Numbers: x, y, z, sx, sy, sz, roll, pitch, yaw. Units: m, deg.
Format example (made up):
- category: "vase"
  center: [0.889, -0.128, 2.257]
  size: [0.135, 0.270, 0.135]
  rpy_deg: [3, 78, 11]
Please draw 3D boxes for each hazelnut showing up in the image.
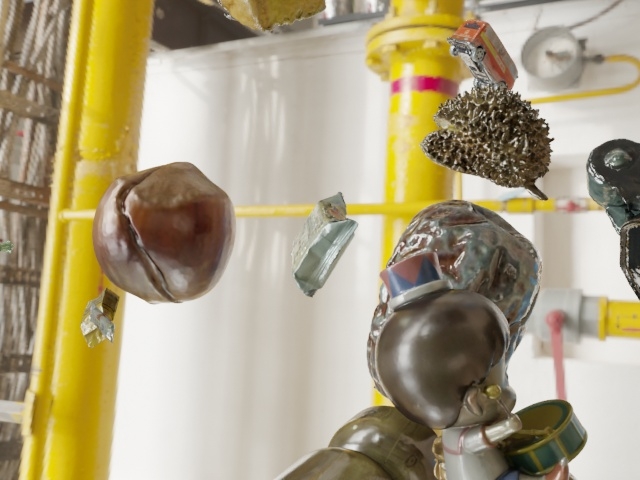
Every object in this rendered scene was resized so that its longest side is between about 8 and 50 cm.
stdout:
- category: "hazelnut"
  center: [-0.384, -0.017, 1.809]
  size: [0.315, 0.372, 0.372]
  rpy_deg: [-25, -67, -77]

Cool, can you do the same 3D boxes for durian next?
- category: "durian"
  center: [0.154, -0.093, 0.633]
  size: [0.110, 0.140, 0.071]
  rpy_deg: [-28, -36, -19]

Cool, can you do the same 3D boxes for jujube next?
- category: "jujube"
  center: [0.187, 0.105, 1.051]
  size: [0.226, 0.226, 0.317]
  rpy_deg: [1, -67, -63]

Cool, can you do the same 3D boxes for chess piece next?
- category: "chess piece"
  center: [-0.655, 0.016, 1.427]
  size: [0.093, 0.042, 0.042]
  rpy_deg: [-10, -80, -38]

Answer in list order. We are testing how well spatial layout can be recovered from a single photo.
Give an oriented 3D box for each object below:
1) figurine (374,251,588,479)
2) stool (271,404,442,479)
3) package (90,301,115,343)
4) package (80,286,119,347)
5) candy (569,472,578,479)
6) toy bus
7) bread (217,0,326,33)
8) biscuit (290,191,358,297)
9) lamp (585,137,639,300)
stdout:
- category: "figurine"
  center: [0.149, 0.141, 0.743]
  size: [0.158, 0.161, 0.275]
  rpy_deg: [-34, -82, -15]
- category: "stool"
  center: [0.037, 0.343, 0.922]
  size: [0.264, 0.179, 0.179]
  rpy_deg: [-21, -72, -55]
- category: "package"
  center: [-0.377, 0.142, 1.246]
  size: [0.015, 0.110, 0.037]
  rpy_deg: [-3, -71, -38]
- category: "package"
  center: [-0.500, 0.172, 1.627]
  size: [0.047, 0.071, 0.131]
  rpy_deg: [48, -158, -30]
- category: "candy"
  center: [0.295, 0.449, 1.029]
  size: [0.271, 0.143, 0.101]
  rpy_deg: [-29, -62, -10]
- category: "toy bus"
  center: [0.326, -0.355, 1.416]
  size: [0.077, 0.079, 0.174]
  rpy_deg: [-52, -51, -3]
- category: "bread"
  center: [-0.100, -0.432, 1.053]
  size: [0.147, 0.160, 0.260]
  rpy_deg: [90, 161, -48]
- category: "biscuit"
  center: [0.003, -0.004, 1.500]
  size: [0.186, 0.079, 0.309]
  rpy_deg: [-55, 9, 8]
- category: "lamp"
  center: [0.448, 0.007, 0.689]
  size: [0.205, 0.272, 0.374]
  rpy_deg: [59, -168, -49]
